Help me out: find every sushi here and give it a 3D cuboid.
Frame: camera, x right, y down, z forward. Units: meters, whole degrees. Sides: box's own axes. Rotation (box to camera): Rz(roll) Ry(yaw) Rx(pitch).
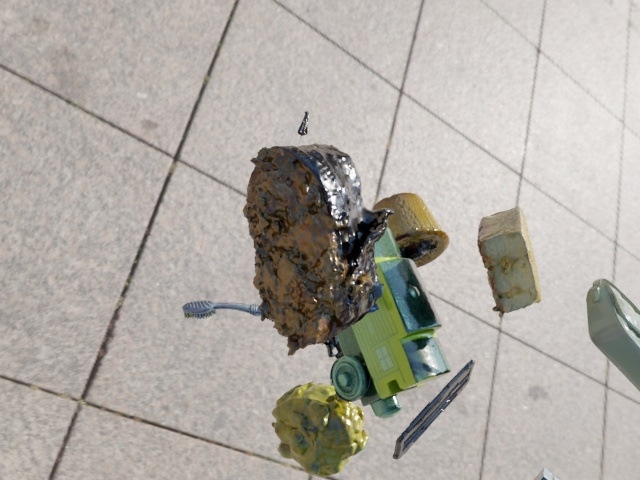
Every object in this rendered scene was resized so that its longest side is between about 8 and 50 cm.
[{"bbox_3d":[0.000,0.000,1.096,0.207,0.234,0.349,-26,105,-66],"label":"sushi"}]

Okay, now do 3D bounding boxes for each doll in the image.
[{"bbox_3d":[0.073,0.269,1.615,0.219,0.067,0.091,22,39,-48],"label":"doll"}]

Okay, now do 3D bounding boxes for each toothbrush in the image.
[{"bbox_3d":[-0.083,0.143,1.331,0.412,0.042,0.035,-1,44,0],"label":"toothbrush"}]

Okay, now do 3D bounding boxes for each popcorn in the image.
[{"bbox_3d":[-0.008,0.471,1.610,0.233,0.265,0.192,59,30,-9],"label":"popcorn"}]

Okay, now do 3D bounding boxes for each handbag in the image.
[{"bbox_3d":[0.626,0.183,1.266,0.256,0.079,0.219,42,36,-16],"label":"handbag"}]

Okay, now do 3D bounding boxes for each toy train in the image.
[{"bbox_3d":[0.122,0.171,1.452,0.179,0.272,0.443,-1,62,-45],"label":"toy train"}]

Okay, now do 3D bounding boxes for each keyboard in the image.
[{"bbox_3d":[0.238,0.349,1.321,0.016,0.106,0.262,34,54,29],"label":"keyboard"}]

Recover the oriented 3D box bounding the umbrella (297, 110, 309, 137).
[{"bbox_3d":[-0.046,-0.326,1.786,0.020,0.031,0.083,30,71,-48],"label":"umbrella"}]

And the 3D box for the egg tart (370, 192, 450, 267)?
[{"bbox_3d":[0.220,-0.015,1.654,0.215,0.215,0.171,8,53,-34],"label":"egg tart"}]

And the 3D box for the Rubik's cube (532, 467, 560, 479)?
[{"bbox_3d":[0.662,0.776,1.828,0.154,0.151,0.155,38,6,20],"label":"Rubik's cube"}]

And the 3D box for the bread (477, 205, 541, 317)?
[{"bbox_3d":[0.427,0.037,1.437,0.274,0.114,0.185,-42,118,-66],"label":"bread"}]
